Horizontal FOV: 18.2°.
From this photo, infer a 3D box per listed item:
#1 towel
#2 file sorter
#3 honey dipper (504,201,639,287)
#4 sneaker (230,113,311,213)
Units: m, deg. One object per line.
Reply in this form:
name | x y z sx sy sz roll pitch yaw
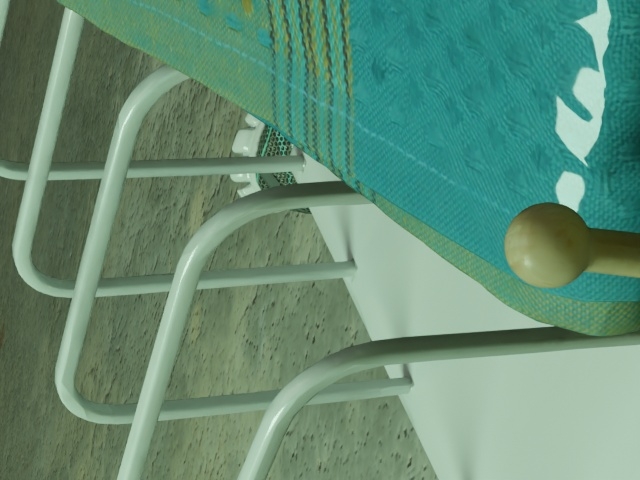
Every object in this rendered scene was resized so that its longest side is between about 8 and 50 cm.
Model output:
towel | -0.005 -0.185 0.454 0.271 0.040 0.370 36 138 45
file sorter | 0.000 0.000 0.696 0.277 0.173 0.193 64 146 38
honey dipper | 0.113 0.009 0.442 0.030 0.161 0.030 -175 90 -68
sneaker | 0.004 -0.089 1.037 0.076 0.065 0.166 26 112 55
